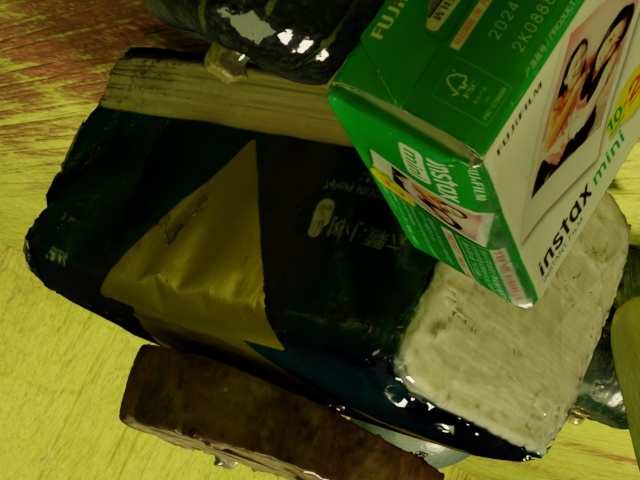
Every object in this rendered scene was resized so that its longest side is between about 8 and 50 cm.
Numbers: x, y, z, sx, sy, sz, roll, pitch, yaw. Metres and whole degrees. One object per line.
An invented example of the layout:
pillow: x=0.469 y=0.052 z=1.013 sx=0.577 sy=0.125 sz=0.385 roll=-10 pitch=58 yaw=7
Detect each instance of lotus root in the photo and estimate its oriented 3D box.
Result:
lotus root: x=-0.035 y=0.151 z=1.182 sx=0.261 sy=0.074 sz=0.170 roll=19 pitch=166 yaw=13

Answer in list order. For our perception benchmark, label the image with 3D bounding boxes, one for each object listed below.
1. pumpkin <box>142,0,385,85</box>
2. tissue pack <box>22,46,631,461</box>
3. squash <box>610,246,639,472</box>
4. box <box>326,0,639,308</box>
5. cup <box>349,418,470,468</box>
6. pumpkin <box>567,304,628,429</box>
pumpkin: x=-0.033 y=-0.159 z=0.919 sx=0.167 sy=0.125 sz=0.167 roll=11 pitch=165 yaw=3
tissue pack: x=0.000 y=0.000 z=1.241 sx=0.417 sy=0.253 sz=0.264 roll=14 pitch=165 yaw=38
squash: x=0.311 y=0.134 z=1.314 sx=0.137 sy=0.287 sz=0.137 roll=-22 pitch=176 yaw=-2
box: x=0.112 y=-0.084 z=0.872 sx=0.103 sy=0.180 sz=0.250 roll=29 pitch=170 yaw=25
cup: x=0.107 y=0.159 z=1.521 sx=0.199 sy=0.150 sz=0.199 roll=44 pitch=-179 yaw=-1
pumpkin: x=0.272 y=0.110 z=1.472 sx=0.190 sy=0.146 sz=0.190 roll=34 pitch=-173 yaw=-5
